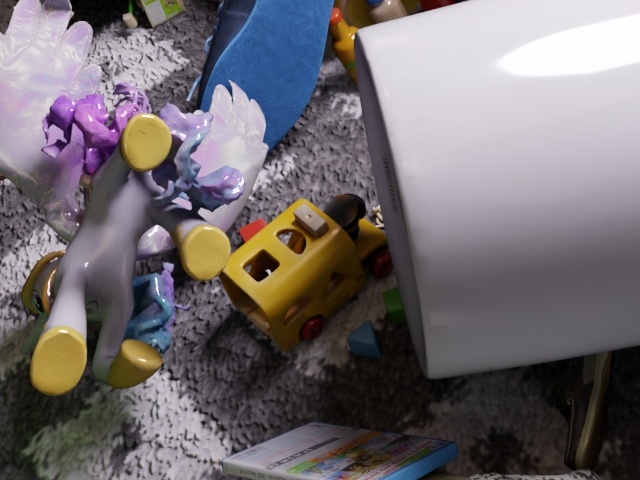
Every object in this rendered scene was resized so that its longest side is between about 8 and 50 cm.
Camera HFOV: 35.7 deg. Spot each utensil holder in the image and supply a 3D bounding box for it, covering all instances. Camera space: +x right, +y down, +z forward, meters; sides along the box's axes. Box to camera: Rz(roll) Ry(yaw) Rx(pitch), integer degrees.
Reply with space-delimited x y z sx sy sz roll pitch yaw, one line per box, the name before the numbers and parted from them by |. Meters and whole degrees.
utensil holder | 0.245 -0.067 0.834 0.386 0.327 0.327 -12 52 0

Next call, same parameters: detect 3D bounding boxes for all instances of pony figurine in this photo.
pony figurine | -0.193 -0.032 0.929 0.363 0.303 0.350 11 80 67

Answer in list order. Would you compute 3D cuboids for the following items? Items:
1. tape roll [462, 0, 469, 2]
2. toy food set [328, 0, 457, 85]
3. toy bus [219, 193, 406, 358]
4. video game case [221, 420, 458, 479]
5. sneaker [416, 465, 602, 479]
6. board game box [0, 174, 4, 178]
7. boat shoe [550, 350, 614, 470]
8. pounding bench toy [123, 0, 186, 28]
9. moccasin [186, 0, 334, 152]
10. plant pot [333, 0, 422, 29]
tape roll | 0.304 -0.334 1.186 0.275 0.090 0.274 -7 52 9
toy food set | 0.119 -0.231 1.103 0.232 0.104 0.111 16 65 44
toy bus | -0.005 0.010 1.000 0.191 0.104 0.202 -5 54 11
video game case | 0.015 0.184 0.839 0.166 0.015 0.119 -2 7 43
sneaker | 0.057 0.250 0.819 0.411 0.158 0.182 -1 23 16
board game box | -0.433 -0.143 1.259 0.141 0.048 0.170 -24 52 -6
boat shoe | 0.230 0.137 0.882 0.049 0.056 0.152 4 46 23
pounding bench toy | -0.237 -0.327 1.342 0.083 0.052 0.065 -30 53 -8
moccasin | -0.049 -0.244 1.118 0.342 0.138 0.117 -63 27 18
plant pot | 0.031 -0.389 1.216 0.254 0.254 0.239 -29 69 -8
